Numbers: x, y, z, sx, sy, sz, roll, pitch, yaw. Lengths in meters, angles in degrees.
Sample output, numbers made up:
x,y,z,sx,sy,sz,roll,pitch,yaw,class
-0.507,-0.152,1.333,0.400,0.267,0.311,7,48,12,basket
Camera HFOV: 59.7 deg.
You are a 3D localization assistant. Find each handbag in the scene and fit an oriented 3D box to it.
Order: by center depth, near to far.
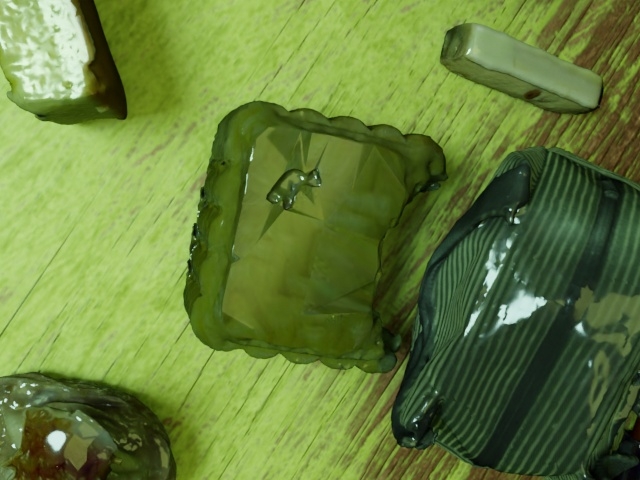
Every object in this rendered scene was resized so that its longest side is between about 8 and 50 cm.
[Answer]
x,y,z,sx,sy,sz,roll,pitch,yaw,class
0.214,0.081,0.531,0.247,0.240,0.341,23,97,12,handbag

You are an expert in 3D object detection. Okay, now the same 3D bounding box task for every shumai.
x,y,z,sx,sy,sz,roll,pitch,yaw,class
-0.226,0.207,0.488,0.209,0.153,0.161,39,79,-16,shumai

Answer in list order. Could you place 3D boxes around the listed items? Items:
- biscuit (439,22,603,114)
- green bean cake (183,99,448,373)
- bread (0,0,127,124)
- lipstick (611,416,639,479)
x,y,z,sx,sy,sz,roll,pitch,yaw,class
0.224,-0.186,0.612,0.188,0.056,0.052,13,95,-18,biscuit
0.000,0.000,0.535,0.233,0.124,0.236,10,95,-19,green bean cake
-0.239,-0.263,0.411,0.077,0.138,0.361,-19,103,-12,bread
0.414,0.356,0.744,0.081,0.081,0.300,14,96,-19,lipstick
